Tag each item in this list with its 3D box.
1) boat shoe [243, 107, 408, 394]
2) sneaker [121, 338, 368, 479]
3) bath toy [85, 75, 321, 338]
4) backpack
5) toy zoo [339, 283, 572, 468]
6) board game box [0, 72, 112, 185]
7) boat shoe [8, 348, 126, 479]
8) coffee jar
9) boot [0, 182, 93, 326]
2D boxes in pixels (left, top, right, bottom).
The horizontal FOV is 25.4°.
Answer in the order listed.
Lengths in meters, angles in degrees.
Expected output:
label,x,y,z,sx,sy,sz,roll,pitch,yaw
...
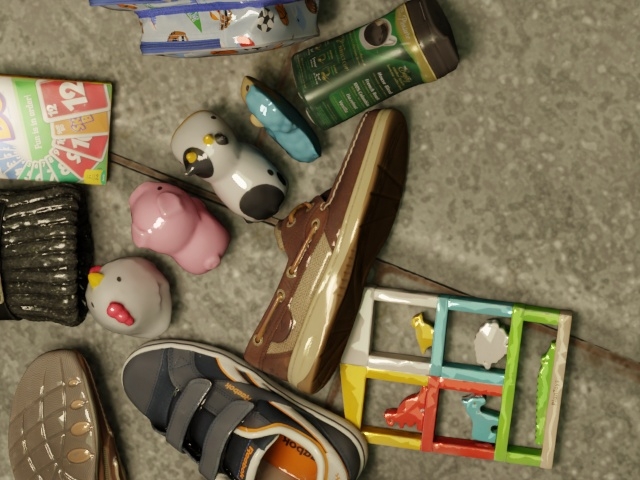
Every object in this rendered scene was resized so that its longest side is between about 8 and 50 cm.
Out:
label,x,y,z,sx,sy,sz,roll,pitch,yaw
boat shoe,0.000,0.000,1.645,0.123,0.123,0.342,20,95,19
sneaker,-0.106,0.219,1.684,0.321,0.127,0.126,21,115,12
bath toy,-0.155,-0.027,1.653,0.151,0.129,0.348,41,100,0
backpack,-0.122,-0.306,1.559,0.263,0.276,0.213,8,100,21
toy zoo,0.142,0.158,1.697,0.293,0.030,0.192,7,101,8
board game box,-0.382,-0.136,1.693,0.259,0.039,0.124,4,100,-7
boat shoe,-0.301,0.288,1.750,0.123,0.116,0.324,-1,98,17
coffee jar,0.064,-0.203,1.613,0.184,0.096,0.079,-23,135,13
boot,-0.407,0.093,1.726,0.260,0.131,0.348,2,115,-5
